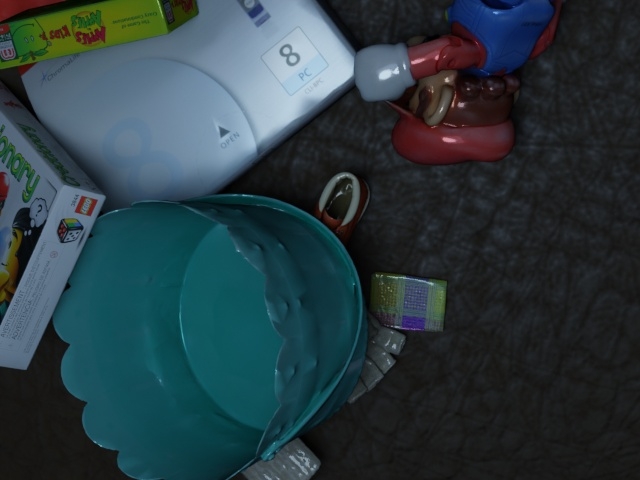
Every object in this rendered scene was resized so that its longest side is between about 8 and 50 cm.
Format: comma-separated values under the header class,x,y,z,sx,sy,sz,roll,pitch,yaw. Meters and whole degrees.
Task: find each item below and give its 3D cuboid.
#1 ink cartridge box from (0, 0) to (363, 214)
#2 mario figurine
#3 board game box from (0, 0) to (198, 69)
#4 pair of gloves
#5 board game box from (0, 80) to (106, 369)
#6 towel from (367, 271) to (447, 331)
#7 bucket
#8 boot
class,x,y,z,sx,sy,sz,roll,pitch,yaw
ink cartridge box,-0.181,-0.231,1.374,0.308,0.091,0.385,-38,93,13
mario figurine,0.141,-0.214,1.284,0.198,0.170,0.321,16,126,-16
board game box,-0.221,-0.213,1.309,0.181,0.092,0.043,-9,108,17
pair of gloves,-0.049,0.138,1.436,0.204,0.042,0.240,37,98,10
board game box,-0.331,-0.032,1.351,0.305,0.053,0.193,41,109,46
towel,0.091,0.065,1.422,0.083,0.009,0.060,5,101,8
bucket,-0.098,0.088,1.299,0.281,0.183,0.281,4,98,32
boot,0.000,0.000,1.368,0.059,0.084,0.158,24,87,4
